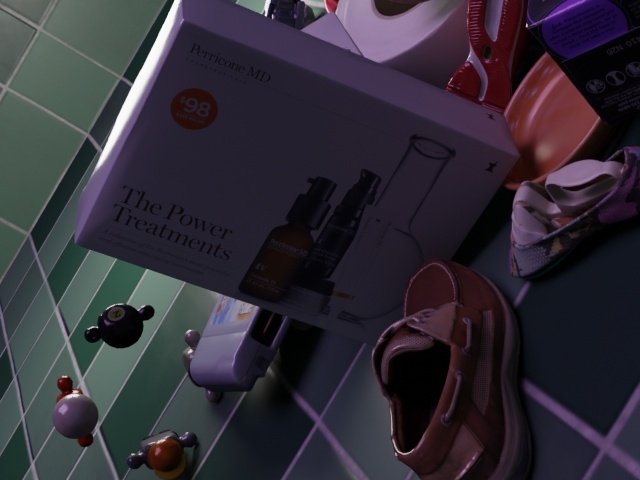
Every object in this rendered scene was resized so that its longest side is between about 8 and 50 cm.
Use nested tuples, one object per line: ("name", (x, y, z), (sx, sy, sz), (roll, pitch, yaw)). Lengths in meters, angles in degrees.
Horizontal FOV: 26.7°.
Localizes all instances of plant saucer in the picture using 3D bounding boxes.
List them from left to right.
("plant saucer", (0.253, -0.132, 1.385), (0.200, 0.037, 0.200), (-49, 23, 29))

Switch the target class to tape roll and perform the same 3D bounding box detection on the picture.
("tape roll", (0.149, -0.315, 1.699), (0.286, 0.100, 0.286), (-33, 39, 32))

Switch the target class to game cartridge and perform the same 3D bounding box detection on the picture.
("game cartridge", (-0.071, 0.057, 1.754), (0.198, 0.062, 0.297), (-10, 51, 63))

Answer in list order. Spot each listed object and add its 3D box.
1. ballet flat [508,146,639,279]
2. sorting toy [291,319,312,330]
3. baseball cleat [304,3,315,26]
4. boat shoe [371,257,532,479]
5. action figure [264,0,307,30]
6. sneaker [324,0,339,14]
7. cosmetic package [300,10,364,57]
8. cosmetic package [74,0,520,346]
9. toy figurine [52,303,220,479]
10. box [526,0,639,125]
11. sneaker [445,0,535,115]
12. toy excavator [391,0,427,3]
("ballet flat", (0.230, -0.033, 1.249), (0.221, 0.079, 0.077), (-34, 34, 50))
("sorting toy", (0.000, 0.000, 1.788), (0.193, 0.038, 0.208), (-55, 21, 12))
("baseball cleat", (-0.070, -0.320, 2.337), (0.109, 0.072, 0.206), (-31, 25, 51))
("boat shoe", (0.113, 0.112, 1.266), (0.123, 0.116, 0.324), (-49, 24, 23))
("action figure", (-0.009, -0.228, 1.843), (0.330, 0.178, 0.341), (-111, 27, -72))
("sneaker", (0.067, -0.354, 1.963), (0.116, 0.136, 0.314), (-52, 22, 17))
("cosmetic package", (-0.023, -0.112, 1.587), (0.224, 0.224, 0.138), (-32, 62, 1))
("cosmetic package", (-0.028, -0.064, 1.406), (0.284, 0.377, 0.097), (-60, 21, 27))
("toy figurine", (-0.245, 0.203, 1.841), (0.213, 0.209, 0.148), (-62, 9, -7))
("box", (0.303, -0.268, 1.257), (0.165, 0.143, 0.270), (-22, 40, 34))
("sneaker", (0.212, -0.194, 1.538), (0.128, 0.087, 0.221), (-19, -50, -53))
("toy excavator", (0.237, -0.472, 1.430), (0.222, 0.445, 0.433), (-85, -10, -48))
